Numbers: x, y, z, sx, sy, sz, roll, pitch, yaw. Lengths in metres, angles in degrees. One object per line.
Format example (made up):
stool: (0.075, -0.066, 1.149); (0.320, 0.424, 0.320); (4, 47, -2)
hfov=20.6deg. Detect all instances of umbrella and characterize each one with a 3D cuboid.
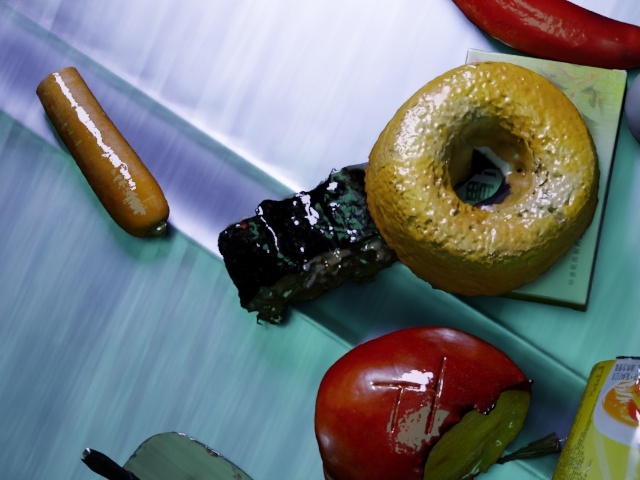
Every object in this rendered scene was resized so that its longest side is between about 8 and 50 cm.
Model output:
umbrella: (0.224, 0.223, 1.862); (0.083, 0.031, 0.020); (-15, 110, 10)

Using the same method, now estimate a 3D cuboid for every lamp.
lamp: (0.374, -0.139, 1.856); (0.105, 0.105, 0.105); (-2, 80, 10)

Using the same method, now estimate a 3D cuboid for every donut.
donut: (0.170, -0.068, 1.812); (0.253, 0.118, 0.253); (2, 72, -6)

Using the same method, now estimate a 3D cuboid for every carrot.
carrot: (-0.242, -0.093, 1.982); (0.067, 0.067, 0.225); (-35, 75, 3)

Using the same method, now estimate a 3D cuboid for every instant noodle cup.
instant noodle cup: (0.346, 0.243, 1.734); (0.264, 0.264, 0.200); (14, 73, 12)

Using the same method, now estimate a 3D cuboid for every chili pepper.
chili pepper: (0.215, -0.281, 1.931); (0.368, 0.092, 0.137); (42, 71, 7)

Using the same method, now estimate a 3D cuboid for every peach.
peach: (0.109, 0.190, 1.808); (0.226, 0.196, 0.190); (-5, 113, 11)

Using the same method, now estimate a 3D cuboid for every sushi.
sushi: (0.000, 0.000, 1.880); (0.212, 0.147, 0.115); (-22, 73, -2)

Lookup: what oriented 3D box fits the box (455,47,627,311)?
box: (0.223, -0.066, 1.893); (0.175, 0.062, 0.261); (10, 83, 11)

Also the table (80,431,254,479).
table: (-0.177, 0.376, 1.792); (0.317, 0.249, 0.317); (-2, 80, 10)
